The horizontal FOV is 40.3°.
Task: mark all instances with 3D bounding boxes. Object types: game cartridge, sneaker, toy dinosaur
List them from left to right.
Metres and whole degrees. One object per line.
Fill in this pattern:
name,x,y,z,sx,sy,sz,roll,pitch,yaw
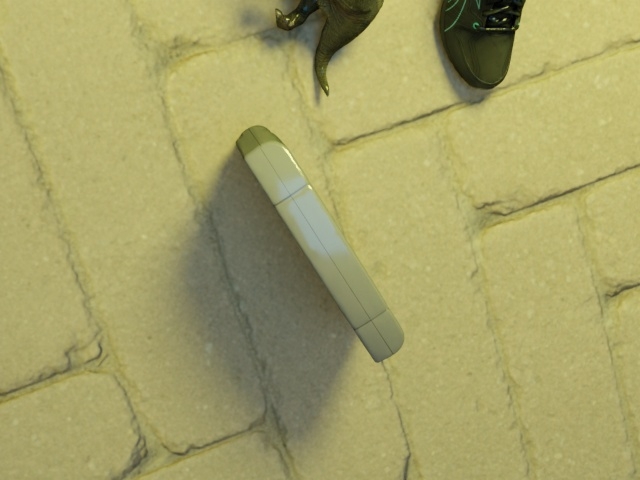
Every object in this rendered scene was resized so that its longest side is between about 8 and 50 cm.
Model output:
game cartridge,0.000,0.000,1.055,0.062,0.198,0.297,-34,107,-4
toy dinosaur,0.018,-0.331,1.032,0.160,0.121,0.313,-6,99,2
sneaker,0.208,-0.312,1.073,0.101,0.106,0.267,-10,115,-12
